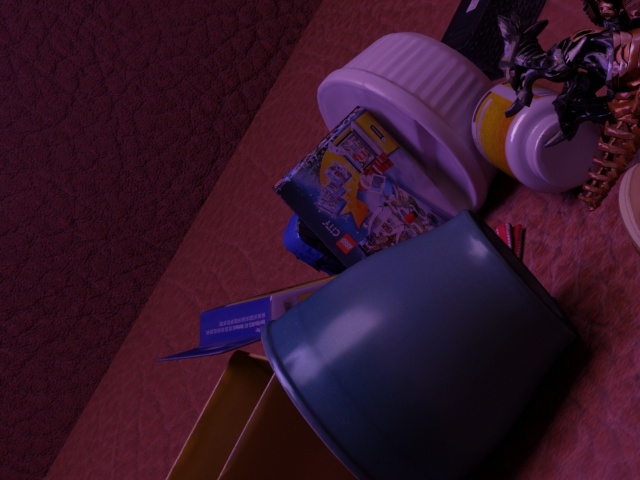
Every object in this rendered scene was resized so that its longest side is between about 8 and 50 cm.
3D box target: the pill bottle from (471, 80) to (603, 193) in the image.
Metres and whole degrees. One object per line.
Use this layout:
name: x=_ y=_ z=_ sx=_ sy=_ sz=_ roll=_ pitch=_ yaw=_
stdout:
pill bottle: x=0.265 y=-0.125 z=1.757 sx=0.117 sy=0.117 sz=0.215 roll=-57 pitch=16 yaw=6

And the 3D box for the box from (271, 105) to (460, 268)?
box: x=0.073 y=-0.039 z=1.907 sx=0.159 sy=0.233 sz=0.044 roll=-43 pitch=12 yaw=0

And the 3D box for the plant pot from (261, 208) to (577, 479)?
plant pot: x=0.121 y=0.113 z=1.547 sx=0.255 sy=0.271 sz=0.271 roll=-41 pitch=19 yaw=10

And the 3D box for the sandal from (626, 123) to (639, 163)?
sandal: x=0.362 y=-0.146 z=1.607 sx=0.090 sy=0.060 sz=0.219 roll=-46 pitch=21 yaw=39

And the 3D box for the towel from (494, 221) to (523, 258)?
towel: x=0.153 y=0.113 z=1.825 sx=0.275 sy=0.031 sz=0.198 roll=-44 pitch=22 yaw=41

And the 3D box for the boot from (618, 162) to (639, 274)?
boot: x=0.376 y=-0.045 z=1.326 sx=0.203 sy=0.095 sz=0.262 roll=-48 pitch=16 yaw=27

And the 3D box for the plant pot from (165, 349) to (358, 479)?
plant pot: x=-0.053 y=0.281 z=1.857 sx=0.212 sy=0.187 sz=0.212 roll=-63 pitch=16 yaw=-9

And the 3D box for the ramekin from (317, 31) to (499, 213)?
ramekin: x=0.139 y=-0.162 z=1.968 sx=0.127 sy=0.273 sz=0.273 roll=-49 pitch=13 yaw=-17

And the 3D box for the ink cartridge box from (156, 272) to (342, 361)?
ink cartridge box: x=-0.054 y=0.099 z=2.055 sx=0.304 sy=0.307 sz=0.072 roll=-16 pitch=86 yaw=66

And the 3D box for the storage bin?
storage bin: x=0.263 y=-0.338 z=2.206 sx=0.180 sy=0.084 sz=0.122 roll=-64 pitch=16 yaw=-13

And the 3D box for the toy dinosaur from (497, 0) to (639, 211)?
toy dinosaur: x=0.309 y=-0.190 z=1.522 sx=0.218 sy=0.164 sz=0.322 roll=-8 pitch=36 yaw=45

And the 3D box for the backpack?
backpack: x=0.000 y=0.000 z=2.322 sx=0.101 sy=0.120 sz=0.098 roll=-37 pitch=28 yaw=53
